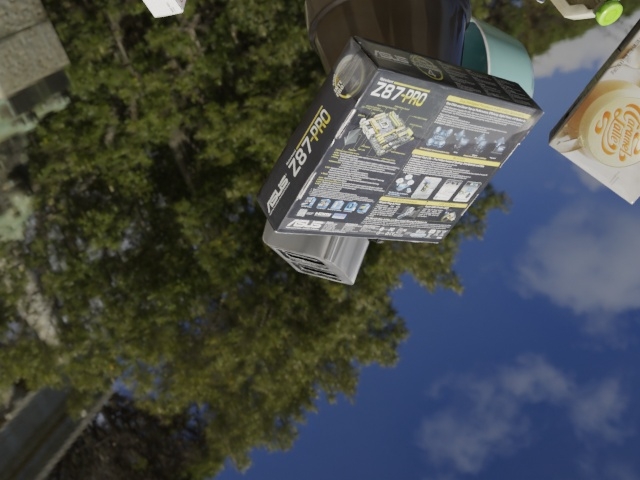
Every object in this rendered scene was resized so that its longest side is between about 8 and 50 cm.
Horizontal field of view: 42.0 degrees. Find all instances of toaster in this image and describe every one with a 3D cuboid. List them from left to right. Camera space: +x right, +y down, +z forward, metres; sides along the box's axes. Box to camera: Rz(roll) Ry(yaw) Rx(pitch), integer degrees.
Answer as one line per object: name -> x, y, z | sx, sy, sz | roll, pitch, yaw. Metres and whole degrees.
toaster -> 0.000, 0.000, 1.597 | 0.185, 0.168, 0.110 | 13, -104, 24

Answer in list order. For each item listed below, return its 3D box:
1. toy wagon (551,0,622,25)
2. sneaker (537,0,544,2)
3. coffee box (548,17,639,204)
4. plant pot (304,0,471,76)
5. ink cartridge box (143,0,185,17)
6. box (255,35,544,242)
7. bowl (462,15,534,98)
toy wagon -> 0.611, -0.633, 1.751 | 0.068, 0.344, 0.267 | 1, -129, -39
sneaker -> 0.360, -0.533, 1.419 | 0.235, 0.153, 0.094 | -64, -173, -13
coffee box -> 0.434, -0.192, 1.100 | 0.246, 0.141, 0.098 | -54, 177, 23
plant pot -> 0.140, -0.331, 1.572 | 0.323, 0.281, 0.323 | -5, 162, -2
ink cartridge box -> -0.253, -0.442, 1.335 | 0.056, 0.099, 0.135 | -5, -122, 21
box -> 0.133, -0.140, 1.355 | 0.394, 0.318, 0.097 | 3, -136, -40
bowl -> 0.385, -0.367, 1.955 | 0.163, 0.312, 0.311 | -1, -162, -19
